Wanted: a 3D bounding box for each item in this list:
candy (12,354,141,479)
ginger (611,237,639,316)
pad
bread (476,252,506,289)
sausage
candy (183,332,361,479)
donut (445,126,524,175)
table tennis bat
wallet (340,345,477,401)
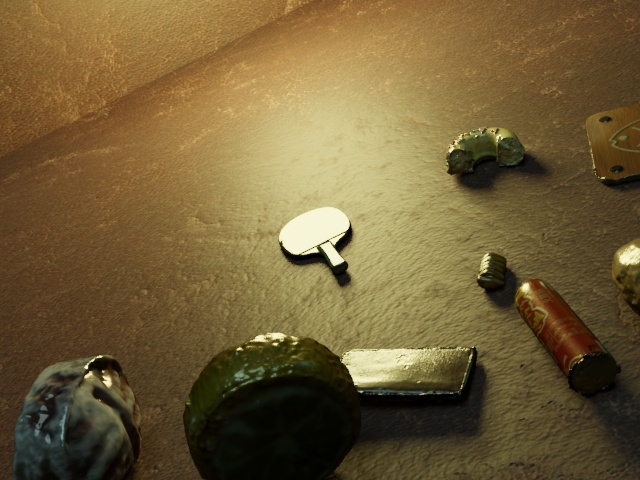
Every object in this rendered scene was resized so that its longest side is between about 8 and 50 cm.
[{"bbox_3d":[-0.374,0.308,1.481,0.157,0.214,0.290,-12,29,13],"label":"candy"},{"bbox_3d":[0.518,0.061,1.384,0.152,0.138,0.267,-11,27,8],"label":"ginger"},{"bbox_3d":[0.670,-0.209,1.828,0.283,0.018,0.287,-12,31,17],"label":"pad"},{"bbox_3d":[0.299,0.051,1.635,0.049,0.034,0.088,-1,36,21],"label":"bread"},{"bbox_3d":[0.362,0.133,1.432,0.083,0.083,0.264,-23,29,-1],"label":"sausage"},{"bbox_3d":[-0.067,0.252,1.338,0.259,0.260,0.118,-24,36,-3],"label":"candy"},{"bbox_3d":[0.341,-0.195,1.962,0.165,0.065,0.108,-11,32,18],"label":"donut"},{"bbox_3d":[0.000,0.000,1.920,0.154,0.021,0.274,-26,29,-6],"label":"table tennis bat"},{"bbox_3d":[0.128,0.214,1.491,0.232,0.031,0.122,-3,31,25],"label":"wallet"}]
